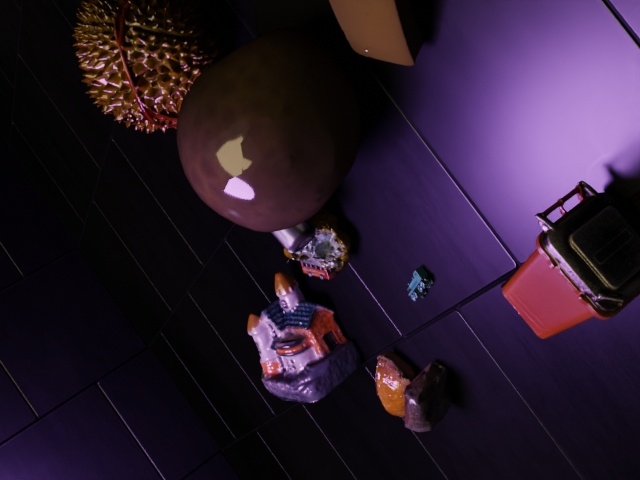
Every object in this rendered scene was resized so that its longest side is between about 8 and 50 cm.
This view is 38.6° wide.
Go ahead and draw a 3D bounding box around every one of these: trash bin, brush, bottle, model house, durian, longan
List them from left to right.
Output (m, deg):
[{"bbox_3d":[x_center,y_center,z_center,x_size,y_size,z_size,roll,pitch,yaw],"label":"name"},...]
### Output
[{"bbox_3d":[-0.367,-0.407,1.989,0.384,0.347,0.348,34,146,56],"label":"durian"},{"bbox_3d":[-0.102,-0.208,1.758,0.404,0.336,0.405,-23,63,57],"label":"longan"},{"bbox_3d":[-0.113,-0.085,1.969,0.254,0.079,0.096,48,180,13],"label":"bottle"},{"bbox_3d":[-0.078,0.229,2.308,0.271,0.190,0.301,3,121,58],"label":"model house"},{"bbox_3d":[0.092,-0.366,1.481,0.123,0.059,0.197,19,163,25],"label":"brush"},{"bbox_3d":[0.388,0.042,1.430,0.184,0.161,0.239,52,155,9],"label":"trash bin"}]

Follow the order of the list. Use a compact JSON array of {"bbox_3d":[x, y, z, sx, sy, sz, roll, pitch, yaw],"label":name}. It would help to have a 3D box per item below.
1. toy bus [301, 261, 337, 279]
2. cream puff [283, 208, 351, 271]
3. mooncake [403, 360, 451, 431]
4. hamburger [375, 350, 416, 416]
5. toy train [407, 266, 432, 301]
[{"bbox_3d":[-0.005,0.066,2.193,0.110,0.031,0.043,10,120,54],"label":"toy bus"},{"bbox_3d":[0.000,-0.001,2.039,0.156,0.156,0.121,62,-166,-10],"label":"cream puff"},{"bbox_3d":[0.229,0.345,2.009,0.073,0.130,0.125,15,131,34],"label":"mooncake"},{"bbox_3d":[0.188,0.347,2.122,0.102,0.087,0.176,18,131,51],"label":"hamburger"},{"bbox_3d":[0.203,0.093,1.901,0.045,0.029,0.092,56,154,18],"label":"toy train"}]
